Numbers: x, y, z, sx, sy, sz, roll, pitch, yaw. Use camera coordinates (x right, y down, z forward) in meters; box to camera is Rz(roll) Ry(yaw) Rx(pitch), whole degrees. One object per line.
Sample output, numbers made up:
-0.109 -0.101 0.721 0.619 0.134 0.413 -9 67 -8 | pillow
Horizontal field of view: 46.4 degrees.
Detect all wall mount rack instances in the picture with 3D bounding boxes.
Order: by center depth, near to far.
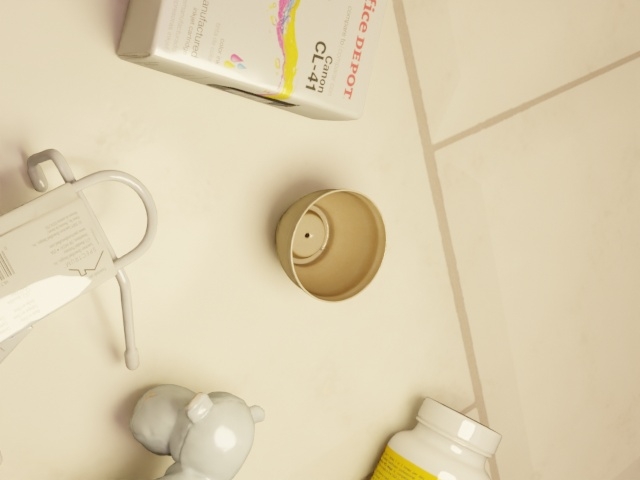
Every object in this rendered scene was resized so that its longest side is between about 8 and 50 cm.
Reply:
-0.329 0.076 0.843 0.350 0.130 0.304 -35 109 -38 | wall mount rack

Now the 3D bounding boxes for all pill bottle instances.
0.166 0.441 1.236 0.188 0.188 0.334 30 83 -34 | pill bottle

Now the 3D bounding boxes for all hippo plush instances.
-0.185 0.304 0.943 0.234 0.294 0.237 18 82 -56 | hippo plush

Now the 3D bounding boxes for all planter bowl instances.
0.000 0.000 1.082 0.162 0.109 0.162 -7 103 -32 | planter bowl

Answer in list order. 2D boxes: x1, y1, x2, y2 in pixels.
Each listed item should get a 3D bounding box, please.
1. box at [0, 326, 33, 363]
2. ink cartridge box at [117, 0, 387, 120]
-0.454 0.128 0.859 0.186 0.038 0.145 -51 122 -13 | box
-0.076 -0.298 0.957 0.306 0.131 0.226 10 94 -33 | ink cartridge box
